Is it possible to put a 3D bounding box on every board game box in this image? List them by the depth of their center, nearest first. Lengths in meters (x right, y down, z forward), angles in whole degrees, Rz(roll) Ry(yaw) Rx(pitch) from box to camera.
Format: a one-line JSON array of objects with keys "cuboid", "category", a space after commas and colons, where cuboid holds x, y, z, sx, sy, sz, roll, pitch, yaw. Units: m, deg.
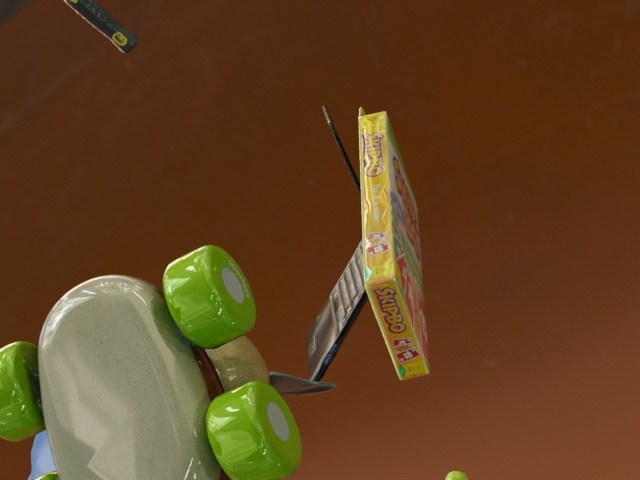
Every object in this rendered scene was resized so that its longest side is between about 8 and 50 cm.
[{"cuboid": [0.066, -0.007, 1.401, 0.039, 0.124, 0.259, -14, 40, 9], "category": "board game box"}]

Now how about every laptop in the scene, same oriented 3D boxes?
[{"cuboid": [0.000, 0.000, 1.744, 0.137, 0.234, 0.264, 29, 98, -6], "category": "laptop"}]

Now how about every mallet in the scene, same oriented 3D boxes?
[{"cuboid": [-0.226, -0.208, 1.203, 0.062, 0.189, 0.039, -35, 32, 11], "category": "mallet"}]

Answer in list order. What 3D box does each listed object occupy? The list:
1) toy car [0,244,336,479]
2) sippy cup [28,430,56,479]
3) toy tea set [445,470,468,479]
[{"cuboid": [-0.070, 0.100, 0.849, 0.155, 0.188, 0.149, -26, 70, 18], "category": "toy car"}, {"cuboid": [-0.214, 0.269, 1.798, 0.305, 0.224, 0.240, 11, 96, 47], "category": "sippy cup"}, {"cuboid": [0.080, 0.367, 1.239, 0.200, 0.124, 0.336, 35, 114, 49], "category": "toy tea set"}]
